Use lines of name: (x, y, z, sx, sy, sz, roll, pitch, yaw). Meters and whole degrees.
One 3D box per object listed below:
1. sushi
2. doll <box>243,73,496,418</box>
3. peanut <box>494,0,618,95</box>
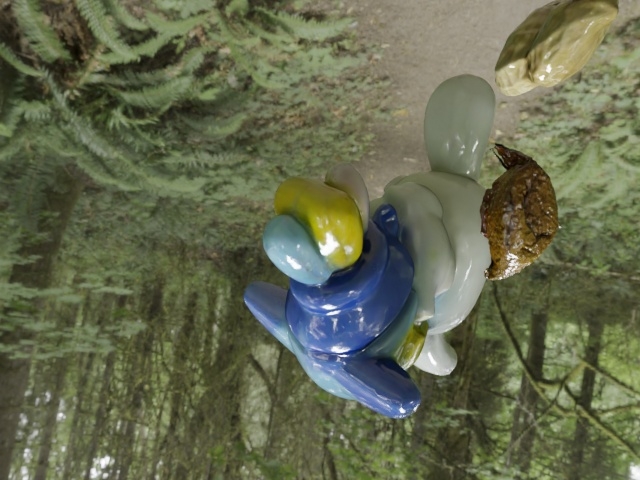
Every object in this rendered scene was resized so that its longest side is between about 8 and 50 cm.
sushi: (0.137, -0.016, 0.377, 0.050, 0.099, 0.047, 4, -169, -22)
doll: (0.064, 0.039, 0.557, 0.187, 0.375, 0.366, -2, -165, 41)
peanut: (0.381, -0.325, 0.859, 0.110, 0.196, 0.233, 44, 180, -14)
